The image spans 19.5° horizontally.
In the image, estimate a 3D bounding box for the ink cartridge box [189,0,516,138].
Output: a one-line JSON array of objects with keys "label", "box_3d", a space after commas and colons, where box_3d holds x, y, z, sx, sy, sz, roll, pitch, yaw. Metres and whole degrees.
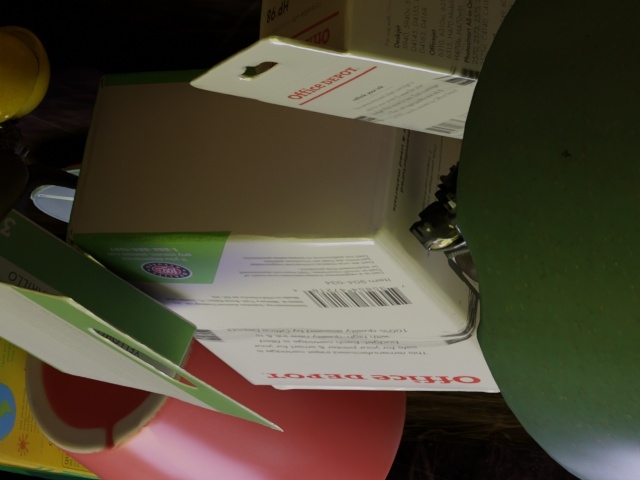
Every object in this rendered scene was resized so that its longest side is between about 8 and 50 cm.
[{"label": "ink cartridge box", "box_3d": [0.039, -0.097, 0.895, 0.180, 0.060, 0.104, 9, 168, -24]}]

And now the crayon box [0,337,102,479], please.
[{"label": "crayon box", "box_3d": [-0.275, 0.097, 1.628, 0.081, 0.202, 0.318, -2, 166, 28]}]

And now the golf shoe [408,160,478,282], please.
[{"label": "golf shoe", "box_3d": [0.134, -0.018, 0.967, 0.094, 0.077, 0.198, 45, 153, -11]}]

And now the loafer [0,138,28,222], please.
[{"label": "loafer", "box_3d": [-0.227, -0.015, 1.013, 0.078, 0.080, 0.220, -18, -169, -37]}]

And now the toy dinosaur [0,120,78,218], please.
[{"label": "toy dinosaur", "box_3d": [-0.254, 0.004, 1.258, 0.313, 0.160, 0.121, -1, 168, 31]}]

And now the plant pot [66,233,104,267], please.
[{"label": "plant pot", "box_3d": [-0.155, 0.005, 1.462, 0.083, 0.083, 0.079, -5, 152, 39]}]

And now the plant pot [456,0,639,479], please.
[{"label": "plant pot", "box_3d": [0.246, -0.010, 0.654, 0.341, 0.341, 0.334, 13, 173, -37]}]

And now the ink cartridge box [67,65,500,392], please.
[{"label": "ink cartridge box", "box_3d": [0.000, 0.000, 1.157, 0.198, 0.115, 0.273, -1, 158, 23]}]

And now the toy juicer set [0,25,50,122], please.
[{"label": "toy juicer set", "box_3d": [-0.248, -0.096, 0.990, 0.209, 0.090, 0.329, -10, -172, -2]}]

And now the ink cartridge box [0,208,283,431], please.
[{"label": "ink cartridge box", "box_3d": [-0.139, 0.036, 1.070, 0.171, 0.056, 0.235, 35, 161, -37]}]

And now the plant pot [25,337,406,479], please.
[{"label": "plant pot", "box_3d": [-0.102, 0.123, 1.607, 0.275, 0.275, 0.243, -5, 156, 38]}]

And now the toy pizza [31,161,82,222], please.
[{"label": "toy pizza", "box_3d": [-0.109, -0.035, 1.334, 0.201, 0.032, 0.201, 3, 167, 1]}]
